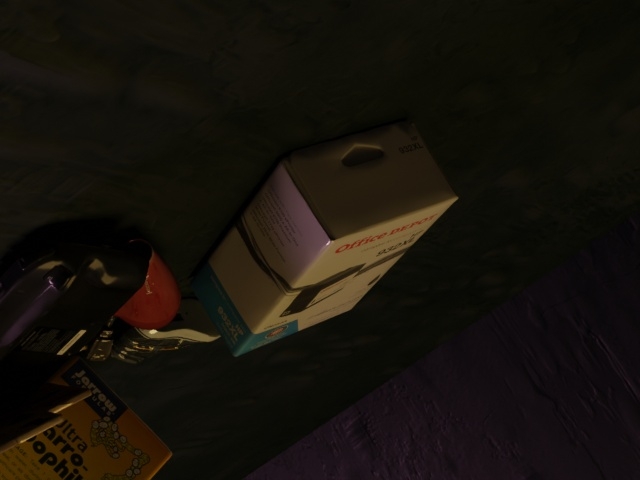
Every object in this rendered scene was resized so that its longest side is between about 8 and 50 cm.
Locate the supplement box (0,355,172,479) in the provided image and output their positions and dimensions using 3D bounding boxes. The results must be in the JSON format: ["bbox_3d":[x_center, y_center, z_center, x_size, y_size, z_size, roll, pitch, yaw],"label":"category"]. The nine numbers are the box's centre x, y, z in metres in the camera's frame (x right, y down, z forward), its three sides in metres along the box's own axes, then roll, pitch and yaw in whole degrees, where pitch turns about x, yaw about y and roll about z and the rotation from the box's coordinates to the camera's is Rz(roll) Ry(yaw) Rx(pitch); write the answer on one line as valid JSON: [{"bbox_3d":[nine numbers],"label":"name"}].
[{"bbox_3d":[-0.393,0.348,1.747,0.194,0.195,0.356,-42,-177,40],"label":"supplement box"}]

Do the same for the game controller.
[{"bbox_3d":[-0.330,0.097,1.526,0.166,0.067,0.319,1,146,-49],"label":"game controller"}]

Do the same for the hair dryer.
[{"bbox_3d":[-0.269,0.092,1.626,0.223,0.080,0.293,-10,153,-50],"label":"hair dryer"}]

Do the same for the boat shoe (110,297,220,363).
[{"bbox_3d":[-0.216,0.126,1.876,0.083,0.065,0.183,-37,157,25],"label":"boat shoe"}]

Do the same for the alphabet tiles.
[{"bbox_3d":[-0.433,0.237,1.606,0.285,0.011,0.342,-26,-170,-27],"label":"alphabet tiles"}]

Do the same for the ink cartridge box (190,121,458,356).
[{"bbox_3d":[0.000,0.000,1.759,0.223,0.129,0.307,-19,160,-37],"label":"ink cartridge box"}]
